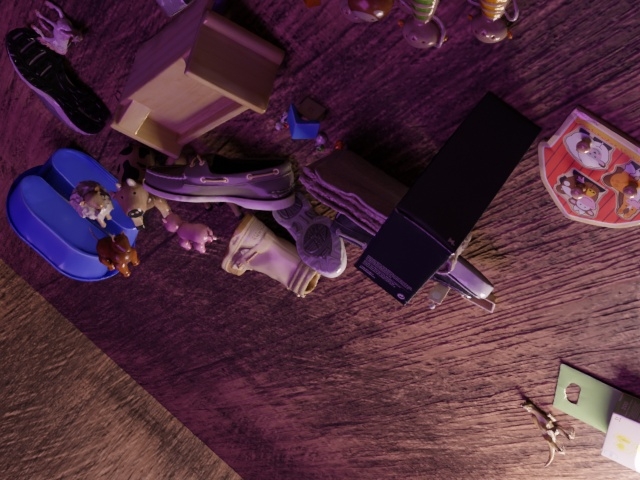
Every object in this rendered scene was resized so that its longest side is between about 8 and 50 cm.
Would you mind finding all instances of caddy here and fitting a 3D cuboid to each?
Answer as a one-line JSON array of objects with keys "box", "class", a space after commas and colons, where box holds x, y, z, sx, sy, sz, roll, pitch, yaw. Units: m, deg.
[{"box": [-0.604, -0.058, 2.125, 0.341, 0.241, 0.179, 43, 146, -5], "class": "caddy"}]

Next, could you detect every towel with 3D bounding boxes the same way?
[{"box": [0.112, -0.056, 1.402, 0.282, 0.187, 0.049, 33, 115, 8], "class": "towel"}]

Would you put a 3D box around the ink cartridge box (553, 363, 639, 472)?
[{"box": [0.533, 0.334, 1.576, 0.235, 0.056, 0.171, 22, 147, 24], "class": "ink cartridge box"}]

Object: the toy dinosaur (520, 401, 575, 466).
[{"box": [0.466, 0.391, 1.748, 0.093, 0.053, 0.183, 18, 140, 59], "class": "toy dinosaur"}]

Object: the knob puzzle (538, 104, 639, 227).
[{"box": [0.383, -0.078, 1.204, 0.213, 0.030, 0.213, 28, 149, 19], "class": "knob puzzle"}]

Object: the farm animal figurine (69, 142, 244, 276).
[{"box": [-0.355, -0.102, 1.816, 0.326, 0.330, 0.172, 52, 168, 44], "class": "farm animal figurine"}]

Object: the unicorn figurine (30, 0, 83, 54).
[{"box": [-0.524, -0.421, 1.733, 0.111, 0.060, 0.162, 42, 166, -5], "class": "unicorn figurine"}]

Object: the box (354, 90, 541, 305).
[{"box": [0.179, -0.059, 1.224, 0.103, 0.261, 0.184, 39, 150, 2], "class": "box"}]

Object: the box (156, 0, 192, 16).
[{"box": [-0.212, -0.458, 1.197, 0.056, 0.183, 0.231, -7, 128, 52], "class": "box"}]

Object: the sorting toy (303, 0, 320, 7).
[{"box": [-0.019, -0.454, 1.047, 0.307, 0.041, 0.229, 93, 157, -55], "class": "sorting toy"}]

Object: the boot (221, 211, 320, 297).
[{"box": [-0.103, 0.053, 1.866, 0.203, 0.095, 0.262, 32, 155, 1], "class": "boot"}]

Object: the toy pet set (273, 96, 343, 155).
[{"box": [-0.025, -0.181, 1.484, 0.122, 0.065, 0.114, 34, 150, 8], "class": "toy pet set"}]

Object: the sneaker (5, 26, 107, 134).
[{"box": [-0.584, -0.335, 1.869, 0.108, 0.100, 0.271, 2, 134, 55], "class": "sneaker"}]

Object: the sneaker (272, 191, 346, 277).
[{"box": [0.000, 0.000, 1.648, 0.115, 0.090, 0.232, 48, -174, -43], "class": "sneaker"}]

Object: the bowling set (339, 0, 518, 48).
[{"box": [0.084, -0.307, 1.069, 0.287, 0.200, 0.154, 31, 151, 22], "class": "bowling set"}]

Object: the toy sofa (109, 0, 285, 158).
[{"box": [-0.217, -0.284, 1.509, 0.150, 0.177, 0.363, 25, 158, -28], "class": "toy sofa"}]

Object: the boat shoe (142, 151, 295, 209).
[{"box": [-0.196, -0.124, 1.656, 0.305, 0.109, 0.091, 6, 115, 13], "class": "boat shoe"}]

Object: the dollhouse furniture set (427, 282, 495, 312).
[{"box": [0.251, 0.099, 1.538, 0.114, 0.081, 0.091, 29, 149, 18], "class": "dollhouse furniture set"}]

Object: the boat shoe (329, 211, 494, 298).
[{"box": [0.149, 0.030, 1.491, 0.306, 0.105, 0.113, 33, -172, 15], "class": "boat shoe"}]
